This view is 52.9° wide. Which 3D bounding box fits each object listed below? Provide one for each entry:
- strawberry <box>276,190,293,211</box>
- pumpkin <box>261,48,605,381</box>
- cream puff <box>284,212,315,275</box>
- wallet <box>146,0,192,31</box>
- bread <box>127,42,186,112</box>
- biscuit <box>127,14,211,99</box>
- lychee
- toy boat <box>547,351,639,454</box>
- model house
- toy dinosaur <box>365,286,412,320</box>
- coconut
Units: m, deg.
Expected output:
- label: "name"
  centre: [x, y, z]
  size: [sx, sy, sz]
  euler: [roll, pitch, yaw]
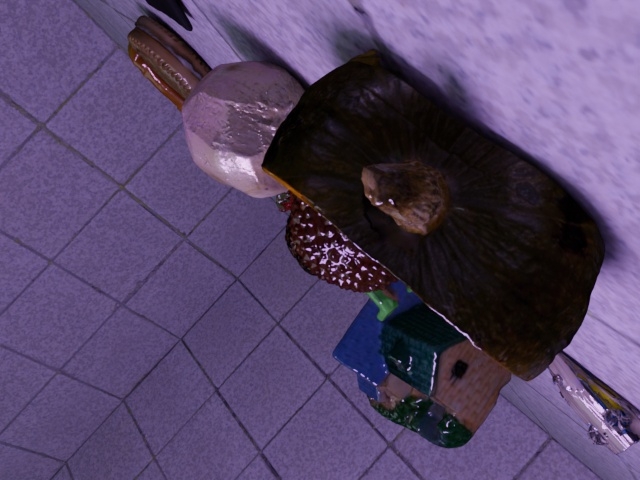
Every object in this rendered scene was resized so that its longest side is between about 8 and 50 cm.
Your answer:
- label: "strawberry"
  centre: [-0.095, -0.155, 1.703]
  size: [0.187, 0.082, 0.146]
  euler: [-106, 9, -57]
- label: "pumpkin"
  centre: [0.092, -0.025, 0.556]
  size: [0.317, 0.139, 0.222]
  euler: [43, 180, 17]
- label: "cream puff"
  centre: [0.000, 0.000, 1.717]
  size: [0.239, 0.165, 0.239]
  euler: [57, 173, 11]
- label: "wallet"
  centre: [-0.277, -0.414, 0.955]
  size: [0.124, 0.025, 0.244]
  euler: [41, 176, 25]
- label: "bread"
  centre: [-0.361, -0.404, 1.571]
  size: [0.245, 0.102, 0.094]
  euler: [47, -178, -37]
- label: "biscuit"
  centre: [-0.312, -0.381, 1.396]
  size: [0.259, 0.079, 0.259]
  euler: [41, 178, 2]
- label: "lychee"
  centre: [0.046, -0.031, 0.881]
  size: [0.188, 0.188, 0.188]
  euler: [43, 177, 3]
- label: "toy boat"
  centre: [0.401, 0.232, 0.976]
  size: [0.210, 0.066, 0.084]
  euler: [51, 147, 24]
- label: "model house"
  centre: [0.239, 0.304, 1.691]
  size: [0.342, 0.334, 0.382]
  euler: [42, 168, -30]
- label: "toy dinosaur"
  centre: [0.067, -0.036, 1.302]
  size: [0.374, 0.144, 0.500]
  euler: [54, 179, 23]
- label: "coconut"
  centre: [-0.098, -0.154, 0.884]
  size: [0.194, 0.194, 0.194]
  euler: [43, 177, 3]
